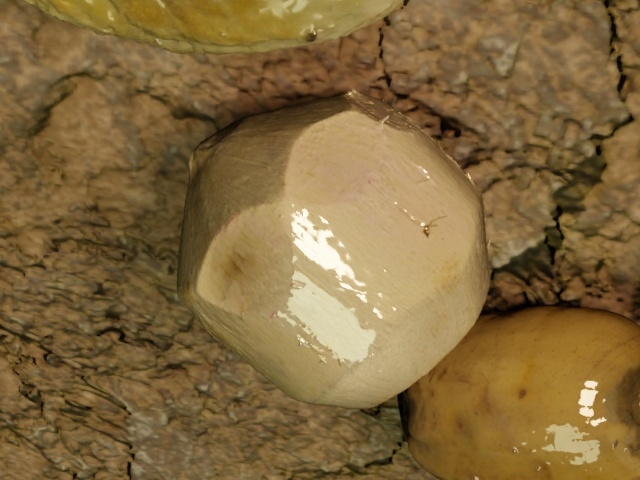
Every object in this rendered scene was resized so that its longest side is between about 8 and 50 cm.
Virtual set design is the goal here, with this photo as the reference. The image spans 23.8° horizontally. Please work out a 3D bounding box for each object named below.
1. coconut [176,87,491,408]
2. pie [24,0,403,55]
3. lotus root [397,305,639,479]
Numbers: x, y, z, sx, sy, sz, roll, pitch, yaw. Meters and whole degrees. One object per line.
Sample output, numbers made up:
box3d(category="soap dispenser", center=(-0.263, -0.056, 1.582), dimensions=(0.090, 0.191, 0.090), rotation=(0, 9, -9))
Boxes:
box3d(category="coconut", center=(0.002, -0.002, 0.809), dimensions=(0.161, 0.161, 0.162), rotation=(-33, 103, 37))
box3d(category="pie", center=(-0.086, -0.208, 0.657), dimensions=(0.338, 0.075, 0.337), rotation=(7, 135, 7))
box3d(category="lotus root", center=(0.147, 0.100, 0.917), dimensions=(0.221, 0.118, 0.125), rotation=(-1, 154, 27))
